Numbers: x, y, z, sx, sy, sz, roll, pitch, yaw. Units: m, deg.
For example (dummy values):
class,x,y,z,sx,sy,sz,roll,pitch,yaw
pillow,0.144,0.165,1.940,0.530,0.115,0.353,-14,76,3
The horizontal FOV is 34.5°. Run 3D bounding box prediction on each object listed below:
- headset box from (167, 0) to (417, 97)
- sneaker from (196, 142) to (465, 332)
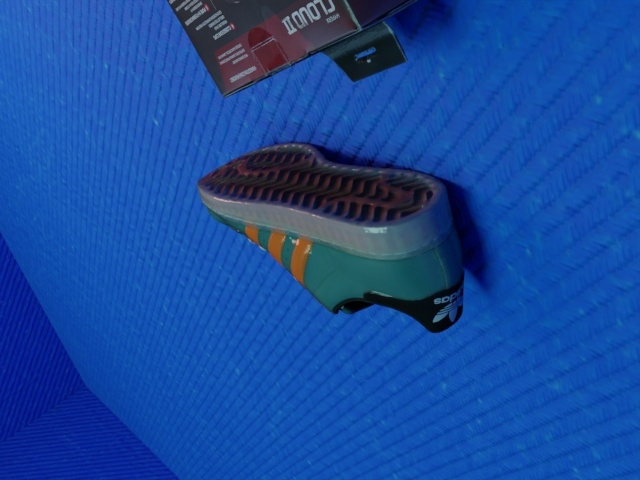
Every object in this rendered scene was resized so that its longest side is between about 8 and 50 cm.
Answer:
class,x,y,z,sx,sy,sz,roll,pitch,yaw
headset box,-0.041,-0.226,0.622,0.293,0.110,0.218,60,157,-10
sneaker,0.000,0.000,0.856,0.302,0.108,0.121,20,135,52
